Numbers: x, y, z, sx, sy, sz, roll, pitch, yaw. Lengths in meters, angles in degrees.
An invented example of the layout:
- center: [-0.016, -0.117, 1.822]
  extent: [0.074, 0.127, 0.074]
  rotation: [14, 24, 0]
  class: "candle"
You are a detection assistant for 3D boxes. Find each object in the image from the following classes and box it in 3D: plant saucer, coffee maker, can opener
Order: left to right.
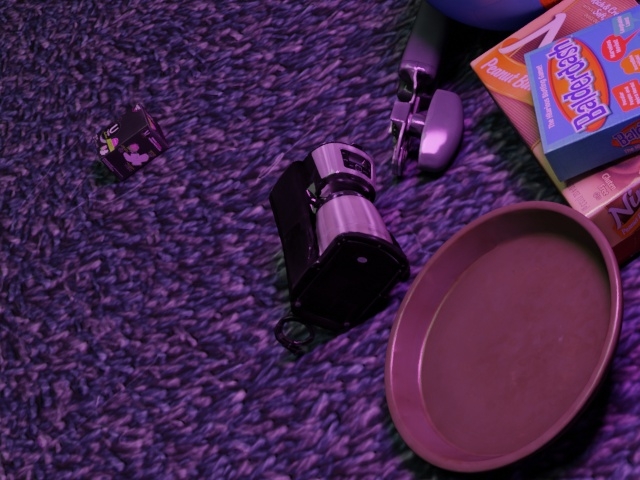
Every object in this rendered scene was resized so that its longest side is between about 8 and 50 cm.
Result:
- center: [0.000, 0.000, 1.682]
  extent: [0.171, 0.120, 0.178]
  rotation: [-30, 38, 14]
  class: "coffee maker"
- center: [0.140, -0.190, 1.814]
  extent: [0.095, 0.076, 0.283]
  rotation: [13, 55, 9]
  class: "can opener"
- center: [0.177, 0.094, 1.459]
  extent: [0.278, 0.041, 0.277]
  rotation: [-28, 46, 34]
  class: "plant saucer"

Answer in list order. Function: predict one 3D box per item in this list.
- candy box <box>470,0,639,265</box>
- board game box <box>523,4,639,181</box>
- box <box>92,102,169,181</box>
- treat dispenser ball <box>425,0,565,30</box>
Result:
- center: [0.300, -0.134, 1.588]
  extent: [0.183, 0.087, 0.316]
  rotation: [-33, 38, 7]
  class: "candy box"
- center: [0.311, -0.161, 1.495]
  extent: [0.210, 0.047, 0.160]
  rotation: [-23, 41, 18]
  class: "board game box"
- center: [-0.259, -0.134, 2.090]
  extent: [0.083, 0.052, 0.062]
  rotation: [-34, 39, 6]
  class: "box"
- center: [0.214, -0.384, 1.746]
  extent: [0.288, 0.288, 0.288]
  rotation: [-23, 41, 21]
  class: "treat dispenser ball"
